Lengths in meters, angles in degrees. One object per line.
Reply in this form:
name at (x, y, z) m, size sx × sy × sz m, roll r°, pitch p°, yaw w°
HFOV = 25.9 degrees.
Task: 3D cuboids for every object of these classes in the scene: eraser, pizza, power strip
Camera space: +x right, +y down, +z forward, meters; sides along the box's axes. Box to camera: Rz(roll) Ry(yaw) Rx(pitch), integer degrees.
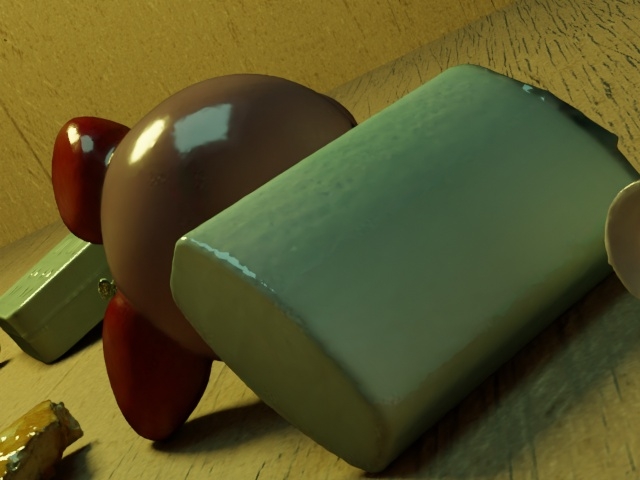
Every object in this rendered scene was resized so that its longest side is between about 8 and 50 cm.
eraser at (0.068, 0.003, 0.913) m, size 0.290 × 0.189 × 0.104 m, roll -34°, pitch -23°, yaw -35°
pizza at (-0.274, 0.202, 1.099) m, size 0.134 × 0.056 × 0.271 m, roll -23°, pitch 9°, yaw 28°
power strip at (-0.273, 0.046, 1.747) m, size 0.261 × 0.141 × 0.229 m, roll -45°, pitch 14°, yaw -15°

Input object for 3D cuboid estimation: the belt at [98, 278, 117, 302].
belt at (-0.153, 0.043, 1.575) m, size 0.179 × 0.065 × 0.100 m, roll -28°, pitch 19°, yaw -17°

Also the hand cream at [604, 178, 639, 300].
hand cream at (0.283, -0.032, 0.859) m, size 0.247 × 0.083 × 0.133 m, roll -23°, pitch 8°, yaw -41°

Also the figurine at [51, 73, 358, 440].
figurine at (-0.073, -0.011, 1.056) m, size 0.261 × 0.270 × 0.211 m, roll -17°, pitch -13°, yaw -2°
